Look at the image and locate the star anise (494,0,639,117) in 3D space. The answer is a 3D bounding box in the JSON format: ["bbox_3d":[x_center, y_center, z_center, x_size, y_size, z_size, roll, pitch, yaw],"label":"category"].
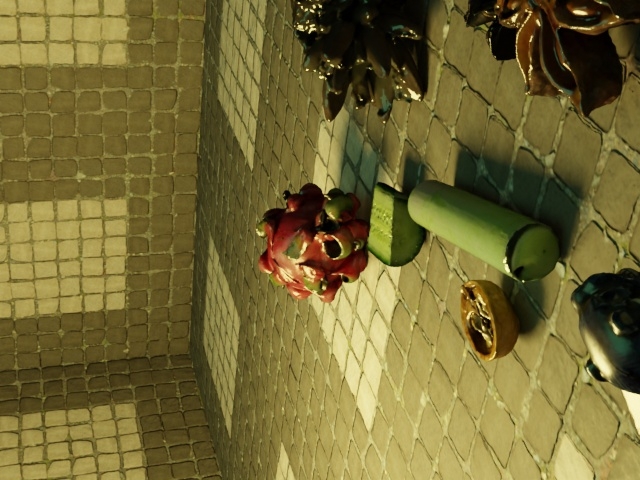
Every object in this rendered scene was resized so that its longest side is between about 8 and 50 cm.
[{"bbox_3d":[0.258,-0.226,0.960,0.214,0.099,0.220,88,165,-59],"label":"star anise"}]

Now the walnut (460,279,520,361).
[{"bbox_3d":[0.222,0.100,1.201,0.121,0.052,0.091,-108,21,-45],"label":"walnut"}]

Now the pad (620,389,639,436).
[{"bbox_3d":[0.335,0.208,0.838,0.188,0.006,0.113,67,160,0],"label":"pad"}]

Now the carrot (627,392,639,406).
[{"bbox_3d":[0.327,0.002,0.822,0.070,0.070,0.342,-125,36,-59],"label":"carrot"}]

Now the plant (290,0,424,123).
[{"bbox_3d":[0.045,-0.343,1.451,0.194,0.181,0.321,121,141,-68],"label":"plant"}]

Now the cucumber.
[{"bbox_3d":[0.120,-0.026,1.490,0.115,0.062,0.116,-143,59,-66],"label":"cucumber"}]

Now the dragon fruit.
[{"bbox_3d":[0.004,0.002,1.699,0.272,0.198,0.218,-9,72,48],"label":"dragon fruit"}]

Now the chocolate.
[{"bbox_3d":[0.211,-0.277,1.147,0.072,0.070,0.147,-54,35,21],"label":"chocolate"}]

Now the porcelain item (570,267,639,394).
[{"bbox_3d":[0.315,0.124,0.685,0.138,0.186,0.288,110,150,-49],"label":"porcelain item"}]

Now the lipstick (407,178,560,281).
[{"bbox_3d":[0.201,-0.018,1.209,0.304,0.076,0.076,-144,53,-68],"label":"lipstick"}]
